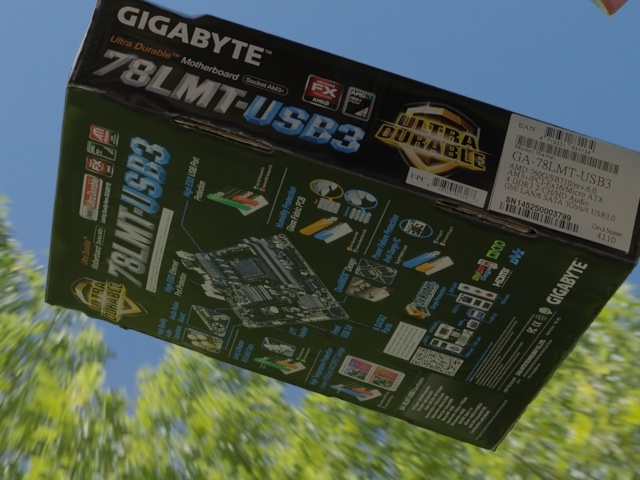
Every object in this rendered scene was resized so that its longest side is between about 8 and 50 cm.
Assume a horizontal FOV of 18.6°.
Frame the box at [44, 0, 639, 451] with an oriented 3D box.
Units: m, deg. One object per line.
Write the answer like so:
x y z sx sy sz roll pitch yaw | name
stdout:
0.000 0.000 1.074 0.293 0.295 0.073 19 -116 -1 | box

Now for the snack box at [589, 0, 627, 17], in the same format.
0.084 -0.151 0.825 0.064 0.178 0.022 42 -87 29 | snack box
